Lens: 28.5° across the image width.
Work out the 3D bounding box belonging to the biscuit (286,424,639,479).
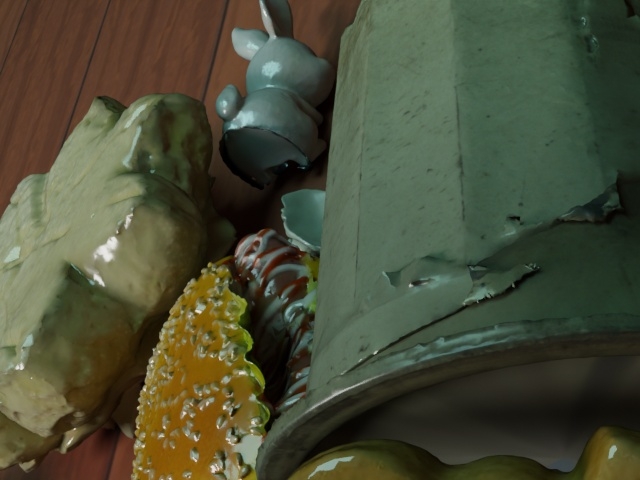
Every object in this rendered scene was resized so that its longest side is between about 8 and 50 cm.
[{"bbox_3d":[0.071,0.161,0.414,0.041,0.212,0.239,-79,6,-61],"label":"biscuit"}]

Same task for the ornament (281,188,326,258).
[{"bbox_3d":[0.001,-0.003,0.781,0.092,0.041,0.068,-33,59,15],"label":"ornament"}]

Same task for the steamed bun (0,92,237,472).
[{"bbox_3d":[-0.152,0.036,0.874,0.292,0.137,0.295,-31,31,42],"label":"steamed bun"}]

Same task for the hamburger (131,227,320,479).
[{"bbox_3d":[-0.037,0.094,0.673,0.173,0.116,0.210,-47,32,21],"label":"hamburger"}]

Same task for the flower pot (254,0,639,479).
[{"bbox_3d":[0.085,-0.003,0.471,0.212,0.212,0.203,-27,51,40],"label":"flower pot"}]

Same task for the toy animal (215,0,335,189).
[{"bbox_3d":[-0.031,-0.104,0.892,0.071,0.085,0.124,-44,23,53],"label":"toy animal"}]
